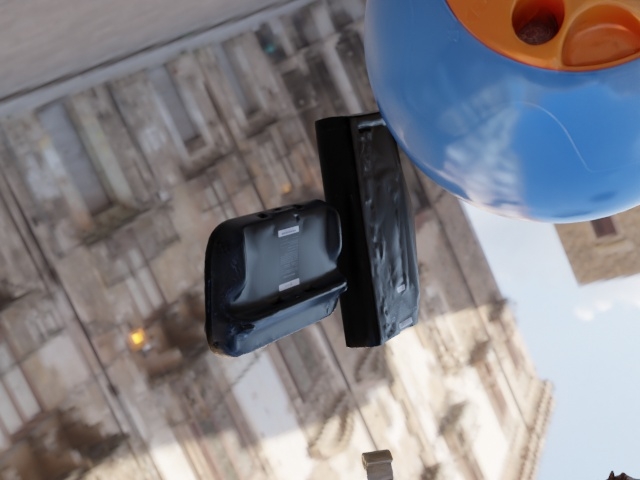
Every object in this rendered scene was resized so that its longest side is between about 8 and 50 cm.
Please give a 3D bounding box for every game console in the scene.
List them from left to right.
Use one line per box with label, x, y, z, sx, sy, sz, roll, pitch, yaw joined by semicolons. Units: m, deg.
game console;0.000;0.000;0.987;0.044;0.213;0.361;-5;-174;27

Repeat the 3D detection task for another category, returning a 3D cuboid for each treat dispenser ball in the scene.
treat dispenser ball;0.176;-0.157;0.860;0.288;0.288;0.288;-23;-169;5

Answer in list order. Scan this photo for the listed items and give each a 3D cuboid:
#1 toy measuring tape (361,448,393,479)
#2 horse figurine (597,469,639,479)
toy measuring tape;0.072;0.428;1.427;0.121;0.330;0.121;-6;173;-1
horse figurine;0.346;0.321;1.369;0.175;0.066;0.263;10;164;-20
